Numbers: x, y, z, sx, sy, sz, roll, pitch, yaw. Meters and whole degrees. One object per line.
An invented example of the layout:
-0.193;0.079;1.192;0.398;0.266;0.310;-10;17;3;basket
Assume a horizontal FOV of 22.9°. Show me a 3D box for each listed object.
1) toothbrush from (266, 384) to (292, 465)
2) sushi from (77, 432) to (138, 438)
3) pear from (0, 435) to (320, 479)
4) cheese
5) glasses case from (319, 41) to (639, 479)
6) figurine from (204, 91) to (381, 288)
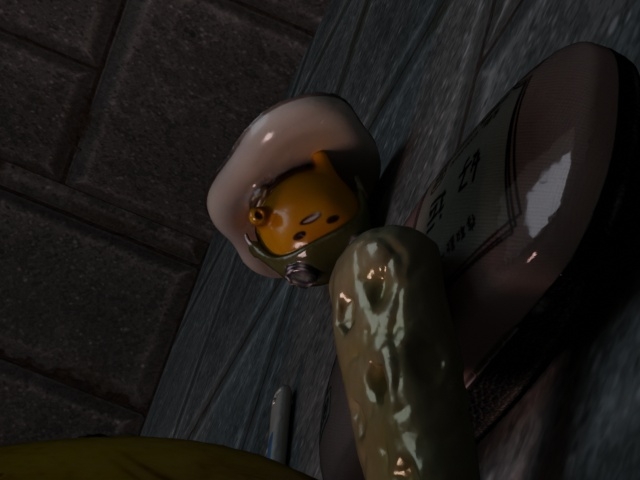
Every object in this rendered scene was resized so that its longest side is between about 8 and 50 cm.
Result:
-0.048;0.202;1.283;0.386;0.040;0.040;-87;20;-71;toothbrush
-0.211;0.335;1.491;0.352;0.178;0.294;-94;27;-79;sushi
-0.057;0.191;0.452;0.281;0.280;0.281;-158;90;-83;pear
0.039;0.088;0.651;0.065;0.043;0.194;131;135;-62;cheese
0.069;0.029;0.759;0.314;0.075;0.122;122;163;-52;glasses case
0.000;0.000;1.409;0.250;0.166;0.141;78;169;-58;figurine
